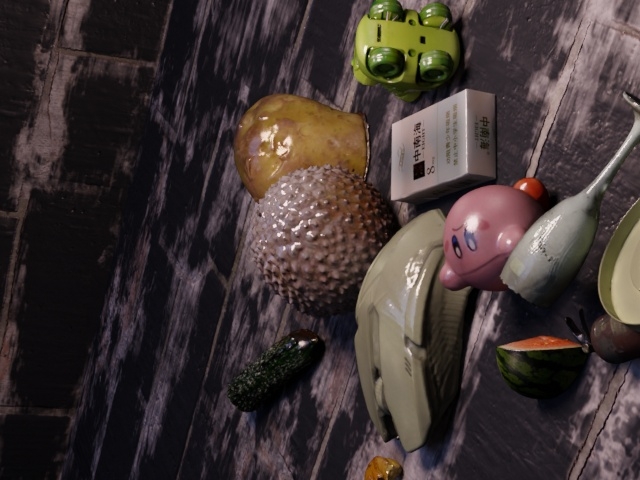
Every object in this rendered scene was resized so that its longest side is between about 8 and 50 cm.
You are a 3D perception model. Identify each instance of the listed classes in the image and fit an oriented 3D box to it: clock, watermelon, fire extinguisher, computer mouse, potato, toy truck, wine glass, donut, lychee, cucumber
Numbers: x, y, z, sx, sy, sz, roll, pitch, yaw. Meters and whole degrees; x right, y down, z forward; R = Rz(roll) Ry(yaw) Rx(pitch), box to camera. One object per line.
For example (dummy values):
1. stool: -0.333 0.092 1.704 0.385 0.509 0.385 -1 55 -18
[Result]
1. clock: 0.446 0.008 1.378 0.235 0.029 0.235 -51 21 28
2. watermelon: 0.341 0.175 1.616 0.135 0.125 0.094 -22 28 29
3. fire extinguisher: 0.428 0.105 1.429 0.268 0.072 0.089 -34 76 56
4. computer mouse: 0.146 0.153 1.898 0.228 0.145 0.429 13 96 60
5. potato: -0.065 -0.158 2.270 0.301 0.237 0.288 -48 44 48
6. toy truck: 0.138 -0.334 1.971 0.210 0.187 0.148 -33 50 56
7. wine glass: 0.298 -0.077 1.450 0.309 0.264 0.096 -57 30 19
8. donut: 0.121 0.451 1.986 0.097 0.043 0.108 -40 51 53
9. lychee: 0.005 0.003 2.069 0.300 0.300 0.300 -23 64 60
10. cucumber: -0.101 0.280 2.400 0.359 0.096 0.096 -47 44 51

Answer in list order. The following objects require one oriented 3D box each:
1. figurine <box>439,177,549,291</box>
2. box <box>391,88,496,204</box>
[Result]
1. figurine: 0.267 -0.001 1.664 0.173 0.173 0.173 -23 64 60
2. box: 0.214 -0.161 1.918 0.243 0.067 0.155 -16 68 61
